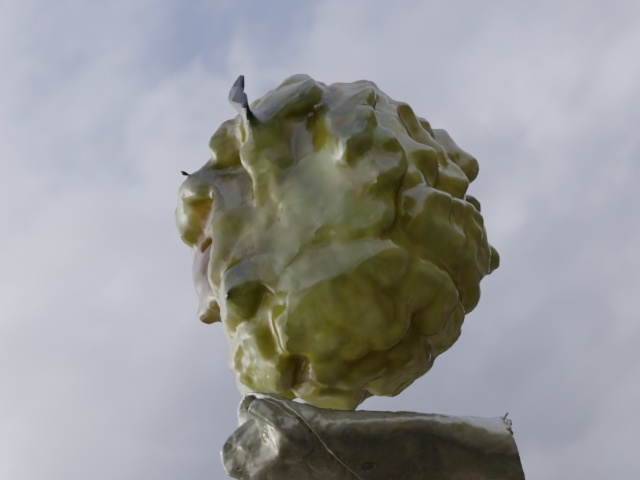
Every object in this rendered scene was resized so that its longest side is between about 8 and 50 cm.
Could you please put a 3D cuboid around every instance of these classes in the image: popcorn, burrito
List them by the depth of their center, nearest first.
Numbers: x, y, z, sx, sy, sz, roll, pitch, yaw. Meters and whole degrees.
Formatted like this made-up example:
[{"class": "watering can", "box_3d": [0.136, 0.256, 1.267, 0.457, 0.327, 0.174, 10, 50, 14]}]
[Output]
[{"class": "burrito", "box_3d": [0.046, 0.146, 1.281, 0.226, 0.060, 0.087, 10, -82, -14]}, {"class": "popcorn", "box_3d": [0.001, -0.005, 1.352, 0.249, 0.249, 0.225, -46, -41, -8]}]
